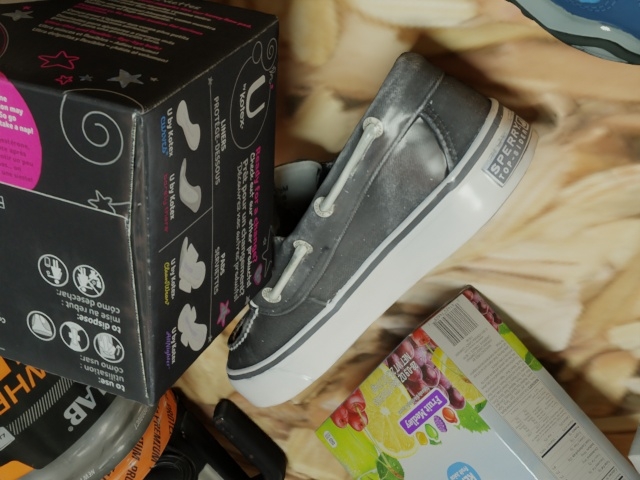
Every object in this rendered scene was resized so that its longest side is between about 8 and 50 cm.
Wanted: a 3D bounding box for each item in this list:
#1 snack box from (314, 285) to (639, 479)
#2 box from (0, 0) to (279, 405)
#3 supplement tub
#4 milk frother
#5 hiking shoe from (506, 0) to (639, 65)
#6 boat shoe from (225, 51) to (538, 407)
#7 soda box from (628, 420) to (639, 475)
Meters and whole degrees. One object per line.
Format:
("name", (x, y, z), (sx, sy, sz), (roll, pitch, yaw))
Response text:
("snack box", (0.111, 0.158, 0.804), (0.207, 0.070, 0.174), (47, 145, 9))
("box", (-0.159, -0.045, 0.628), (0.247, 0.142, 0.163), (15, 123, 20))
("supplement tub", (-0.256, 0.059, 0.890), (0.193, 0.194, 0.316), (-8, 130, 41))
("milk frother", (-0.111, 0.216, 1.017), (0.129, 0.143, 0.135), (-21, 118, 39))
("hiking shoe", (0.182, -0.101, 0.434), (0.304, 0.113, 0.132), (26, 173, -10))
("boat shoe", (0.000, 0.000, 0.713), (0.102, 0.108, 0.301), (35, 142, -7))
("soda box", (0.314, 0.102, 0.623), (0.286, 0.098, 0.091), (-8, 130, 41))
